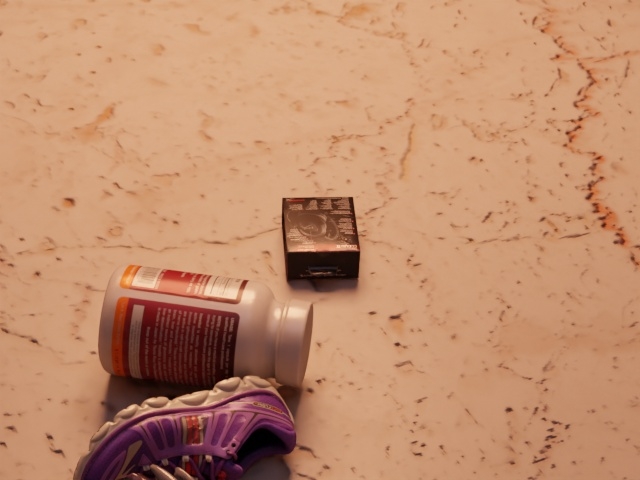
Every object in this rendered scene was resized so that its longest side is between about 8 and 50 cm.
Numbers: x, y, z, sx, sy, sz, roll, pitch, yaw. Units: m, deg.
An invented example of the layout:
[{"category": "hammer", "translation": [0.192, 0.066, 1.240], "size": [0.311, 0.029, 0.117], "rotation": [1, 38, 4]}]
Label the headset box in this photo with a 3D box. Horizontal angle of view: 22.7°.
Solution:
[{"category": "headset box", "translation": [0.000, 0.000, 1.337], "size": [0.062, 0.032, 0.083], "rotation": [-2, 40, -5]}]

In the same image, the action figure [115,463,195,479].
[{"category": "action figure", "translation": [-0.135, 0.208, 0.905], "size": [0.185, 0.099, 0.285], "rotation": [-37, 8, -10]}]

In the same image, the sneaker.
[{"category": "sneaker", "translation": [-0.092, 0.148, 1.126], "size": [0.170, 0.068, 0.071], "rotation": [-18, 49, -25]}]

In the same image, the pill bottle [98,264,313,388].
[{"category": "pill bottle", "translation": [-0.085, 0.069, 1.206], "size": [0.152, 0.086, 0.086], "rotation": [8, 39, 6]}]
